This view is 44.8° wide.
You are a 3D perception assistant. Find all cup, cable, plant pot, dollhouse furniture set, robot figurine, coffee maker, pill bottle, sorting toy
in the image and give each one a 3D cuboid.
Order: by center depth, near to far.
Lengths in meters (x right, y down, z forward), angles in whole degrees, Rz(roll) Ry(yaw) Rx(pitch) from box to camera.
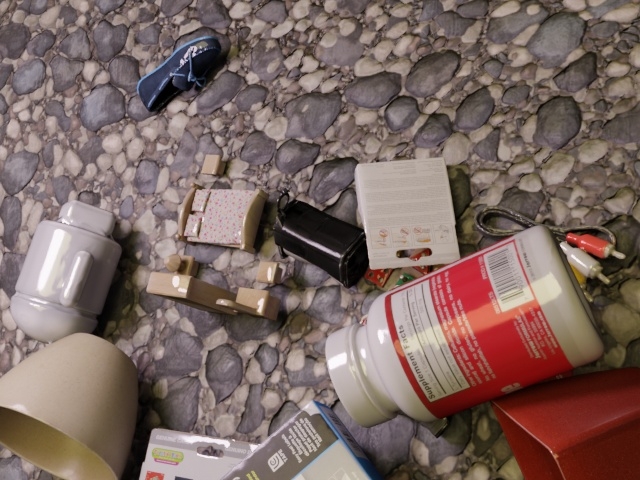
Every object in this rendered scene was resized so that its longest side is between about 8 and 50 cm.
[{"bbox_3d":[0.448,0.337,1.161,0.235,0.267,0.268,-25,96,-3],"label":"plant pot"},{"bbox_3d":[0.224,0.155,1.262,0.407,0.229,0.229,-26,65,19],"label":"pill bottle"},{"bbox_3d":[0.418,-0.011,1.416,0.287,0.072,0.139,37,86,30],"label":"cable"},{"bbox_3d":[0.203,0.075,1.507,0.274,0.046,0.132,34,90,30],"label":"sorting toy"},{"bbox_3d":[0.000,0.000,1.555,0.178,0.171,0.120,25,77,29],"label":"coffee maker"},{"bbox_3d":[-0.214,-0.034,1.645,0.303,0.173,0.356,5,77,35],"label":"dollhouse furniture set"},{"bbox_3d":[-0.521,0.339,1.646,0.330,0.331,0.237,3,48,26],"label":"cup"},{"bbox_3d":[-0.586,0.088,1.791,0.300,0.199,0.354,-5,66,67],"label":"robot figurine"}]

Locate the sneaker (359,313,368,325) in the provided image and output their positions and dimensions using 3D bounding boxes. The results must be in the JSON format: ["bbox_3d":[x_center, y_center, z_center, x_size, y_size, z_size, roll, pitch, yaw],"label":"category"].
[{"bbox_3d":[0.081,0.185,1.517,0.134,0.070,0.051,-41,63,10],"label":"sneaker"}]

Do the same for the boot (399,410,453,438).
[{"bbox_3d":[0.200,0.226,1.431,0.161,0.083,0.247,19,103,26],"label":"boot"}]

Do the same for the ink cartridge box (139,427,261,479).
[{"bbox_3d":[-0.203,0.524,1.512,0.309,0.130,0.272,2,73,26],"label":"ink cartridge box"}]

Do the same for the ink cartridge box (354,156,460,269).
[{"bbox_3d":[0.169,-0.049,1.520,0.180,0.056,0.225,-5,72,-4],"label":"ink cartridge box"}]

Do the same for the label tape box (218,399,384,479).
[{"bbox_3d":[-0.056,0.484,1.323,0.347,0.115,0.249,-40,62,-1],"label":"label tape box"}]

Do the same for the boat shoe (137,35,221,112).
[{"bbox_3d":[-0.333,-0.399,1.896,0.258,0.109,0.089,-31,69,32],"label":"boat shoe"}]

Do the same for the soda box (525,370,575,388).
[{"bbox_3d":[0.373,0.169,1.369,0.083,0.092,0.263,-25,65,15],"label":"soda box"}]
